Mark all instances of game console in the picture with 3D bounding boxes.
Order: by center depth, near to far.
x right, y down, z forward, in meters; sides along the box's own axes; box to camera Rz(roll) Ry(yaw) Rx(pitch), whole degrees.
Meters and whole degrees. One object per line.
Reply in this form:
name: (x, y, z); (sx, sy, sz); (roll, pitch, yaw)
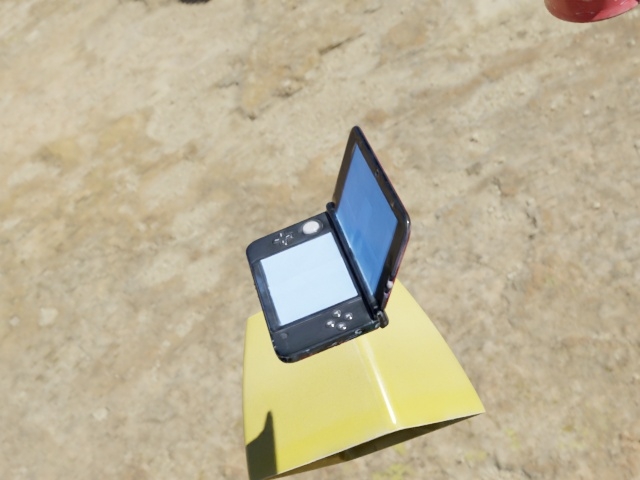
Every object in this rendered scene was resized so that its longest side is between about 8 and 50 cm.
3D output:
game console: (0.000, 0.000, 0.701); (0.124, 0.085, 0.144); (-22, 38, 0)

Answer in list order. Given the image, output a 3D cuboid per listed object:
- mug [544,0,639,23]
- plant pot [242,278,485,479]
mug: (0.256, -0.307, 0.856); (0.150, 0.169, 0.113); (-19, 45, 17)
plant pot: (0.031, 0.153, 1.101); (0.212, 0.212, 0.187); (-27, 71, 30)
